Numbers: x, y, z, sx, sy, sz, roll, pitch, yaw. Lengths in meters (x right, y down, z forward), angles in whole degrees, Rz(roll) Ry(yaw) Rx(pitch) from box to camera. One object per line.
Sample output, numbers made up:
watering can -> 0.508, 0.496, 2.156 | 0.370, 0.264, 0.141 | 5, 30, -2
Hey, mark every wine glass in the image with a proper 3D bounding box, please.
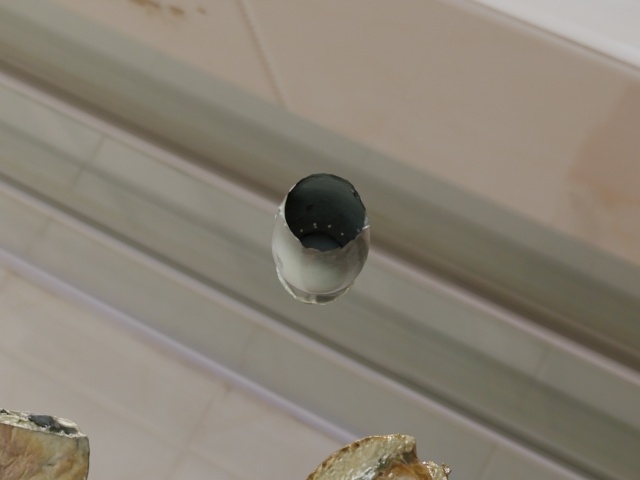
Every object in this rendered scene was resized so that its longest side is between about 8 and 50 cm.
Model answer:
wine glass -> 0.000, 0.000, 1.773 | 0.111, 0.111, 0.204 | -57, -7, -18

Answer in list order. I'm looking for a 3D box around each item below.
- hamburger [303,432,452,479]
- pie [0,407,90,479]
hamburger -> 0.011, 0.395, 2.058 | 0.330, 0.162, 0.209 | -52, -2, -15
pie -> -0.353, 0.258, 1.670 | 0.218, 0.052, 0.185 | 18, -85, -31
